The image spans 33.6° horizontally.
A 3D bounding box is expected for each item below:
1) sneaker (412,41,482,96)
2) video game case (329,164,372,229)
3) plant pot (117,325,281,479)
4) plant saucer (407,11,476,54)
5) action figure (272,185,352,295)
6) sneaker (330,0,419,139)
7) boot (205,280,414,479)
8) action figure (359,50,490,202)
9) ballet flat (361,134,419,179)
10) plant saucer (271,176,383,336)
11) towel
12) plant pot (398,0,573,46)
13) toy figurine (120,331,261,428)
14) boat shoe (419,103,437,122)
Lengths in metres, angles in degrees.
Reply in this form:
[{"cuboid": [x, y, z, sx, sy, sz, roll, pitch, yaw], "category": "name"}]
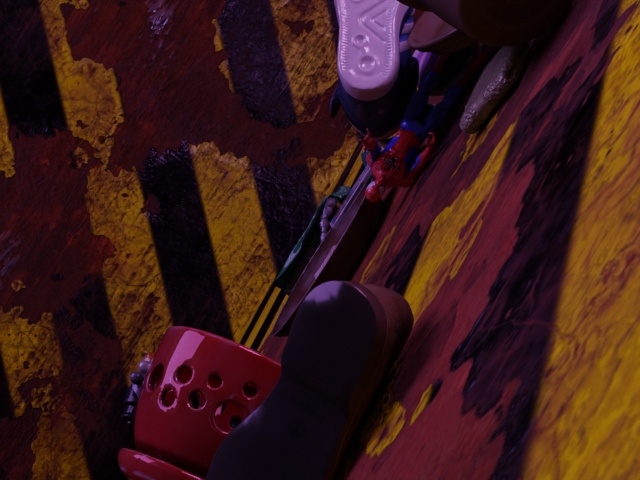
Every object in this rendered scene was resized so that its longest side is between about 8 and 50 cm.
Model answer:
[{"cuboid": [0.250, -0.353, 1.698, 0.282, 0.102, 0.161, -63, 12, 11], "category": "sneaker"}, {"cuboid": [0.053, -0.073, 1.762, 0.122, 0.011, 0.087, -57, 5, 3], "category": "video game case"}, {"cuboid": [-0.118, 0.208, 1.166, 0.174, 0.191, 0.191, -65, 6, -20], "category": "plant pot"}, {"cuboid": [0.243, -0.354, 1.506, 0.278, 0.041, 0.278, -36, 19, 14], "category": "plant saucer"}, {"cuboid": [0.000, 0.000, 1.963, 0.232, 0.063, 0.137, -65, -25, -11], "category": "action figure"}, {"cuboid": [0.094, -0.320, 1.682, 0.236, 0.130, 0.323, 65, -150, -69], "category": "sneaker"}, {"cuboid": [-0.006, 0.175, 0.953, 0.115, 0.112, 0.305, 2, -60, -60], "category": "boot"}, {"cuboid": [0.144, -0.181, 1.549, 0.280, 0.091, 0.139, -58, -8, -5], "category": "action figure"}, {"cuboid": [0.124, -0.140, 1.797, 0.073, 0.080, 0.232, -30, 5, -4], "category": "ballet flat"}, {"cuboid": [0.019, 0.036, 1.753, 0.311, 0.050, 0.310, -57, 5, 8], "category": "plant saucer"}, {"cuboid": [0.221, -0.202, 1.303, 0.110, 0.027, 0.148, -52, 6, 46], "category": "towel"}, {"cuboid": [0.188, -0.349, 1.248, 0.263, 0.263, 0.229, -55, 36, 31], "category": "plant pot"}, {"cuboid": [-0.205, 0.242, 1.736, 0.213, 0.209, 0.148, 132, 159, -59], "category": "toy figurine"}, {"cuboid": [0.176, -0.214, 1.797, 0.049, 0.040, 0.142, -57, 4, 8], "category": "boat shoe"}]
